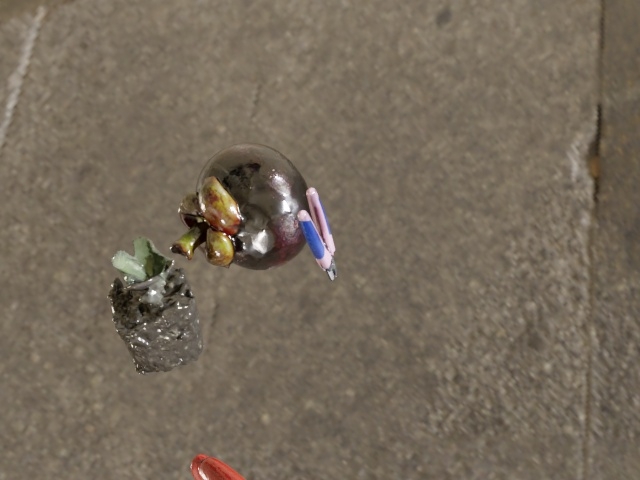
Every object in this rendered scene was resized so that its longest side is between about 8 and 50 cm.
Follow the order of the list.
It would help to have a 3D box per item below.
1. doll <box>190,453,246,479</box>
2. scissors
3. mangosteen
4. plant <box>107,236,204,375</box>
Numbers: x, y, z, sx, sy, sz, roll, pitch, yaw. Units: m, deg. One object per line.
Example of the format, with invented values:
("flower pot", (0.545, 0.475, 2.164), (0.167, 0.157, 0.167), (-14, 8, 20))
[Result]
("doll", (-0.039, 0.300, 1.151), (0.188, 0.099, 0.384), (-43, 29, -25))
("scissors", (0.000, 0.000, 1.201), (0.012, 0.113, 0.039), (3, 50, 21))
("mangosteen", (-0.134, -0.041, 2.031), (0.250, 0.211, 0.211), (-26, 39, -24))
("plant", (-0.257, 0.103, 1.950), (0.131, 0.203, 0.142), (-13, 28, -8))
